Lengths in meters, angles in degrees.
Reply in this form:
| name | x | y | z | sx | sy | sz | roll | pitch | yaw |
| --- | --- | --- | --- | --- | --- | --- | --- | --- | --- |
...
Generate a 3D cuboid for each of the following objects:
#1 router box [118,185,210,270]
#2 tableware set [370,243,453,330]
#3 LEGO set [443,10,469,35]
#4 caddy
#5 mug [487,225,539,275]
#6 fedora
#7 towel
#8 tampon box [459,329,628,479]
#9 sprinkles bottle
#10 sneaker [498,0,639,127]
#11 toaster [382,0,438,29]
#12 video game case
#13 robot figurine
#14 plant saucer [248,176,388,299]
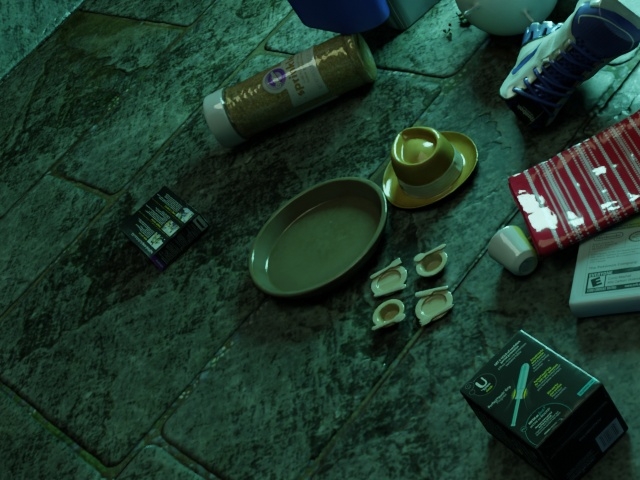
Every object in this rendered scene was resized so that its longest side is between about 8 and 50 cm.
| name | x | y | z | sx | sy | sz | roll | pitch | yaw |
| --- | --- | --- | --- | --- | --- | --- | --- | --- | --- |
| router box | -0.316 | -0.028 | 2.247 | 0.133 | 0.046 | 0.179 | -43 | 36 | -8 |
| tableware set | 0.142 | 0.079 | 1.771 | 0.141 | 0.020 | 0.169 | -22 | 38 | 19 |
| LEGO set | 0.283 | -0.441 | 2.240 | 0.083 | 0.023 | 0.054 | -40 | 31 | 18 |
| caddy | 0.045 | -0.555 | 2.231 | 0.241 | 0.179 | 0.341 | -47 | 37 | -16 |
| mug | 0.300 | 0.015 | 1.680 | 0.078 | 0.062 | 0.064 | -42 | 43 | 4 |
| fedora | 0.177 | -0.143 | 1.940 | 0.194 | 0.079 | 0.194 | -23 | 37 | 19 |
| towel | 0.422 | -0.097 | 1.668 | 0.274 | 0.031 | 0.199 | -29 | 36 | 16 |
| tampon box | 0.284 | 0.215 | 1.430 | 0.120 | 0.101 | 0.161 | -42 | 35 | -9 |
| sprinkles bottle | -0.064 | -0.311 | 2.293 | 0.355 | 0.121 | 0.121 | -23 | 38 | 18 |
| sneaker | 0.400 | -0.278 | 1.843 | 0.182 | 0.127 | 0.315 | -61 | 13 | -12 |
| toaster | 0.163 | -0.545 | 2.374 | 0.185 | 0.110 | 0.168 | -42 | 35 | -8 |
| video game case | 0.526 | -0.032 | 1.565 | 0.329 | 0.036 | 0.300 | -10 | 43 | 33 |
| robot figurine | 0.361 | -0.526 | 2.113 | 0.299 | 0.200 | 0.353 | 0 | 47 | 21 |
| plant saucer | 0.000 | 0.000 | 1.961 | 0.277 | 0.041 | 0.278 | -23 | 38 | 19 |
